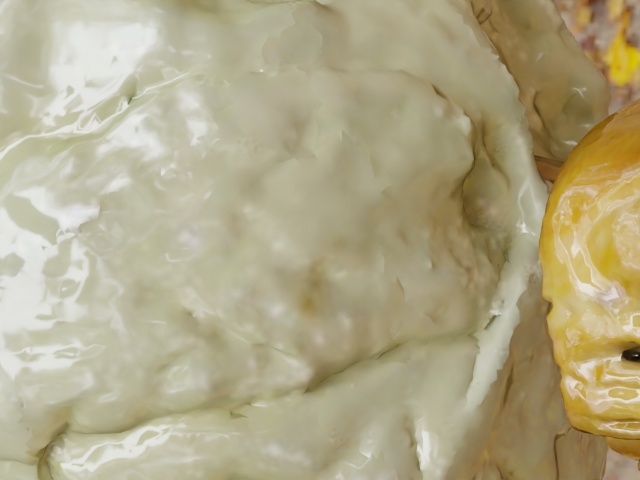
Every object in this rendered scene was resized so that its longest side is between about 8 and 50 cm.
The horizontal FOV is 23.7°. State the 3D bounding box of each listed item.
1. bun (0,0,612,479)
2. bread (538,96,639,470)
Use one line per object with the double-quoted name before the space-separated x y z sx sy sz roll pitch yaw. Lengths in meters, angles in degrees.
"bun" 0.000 0.000 0.593 0.227 0.349 0.352 -16 76 26
"bread" 0.172 -0.042 0.370 0.099 0.235 0.210 58 147 0
